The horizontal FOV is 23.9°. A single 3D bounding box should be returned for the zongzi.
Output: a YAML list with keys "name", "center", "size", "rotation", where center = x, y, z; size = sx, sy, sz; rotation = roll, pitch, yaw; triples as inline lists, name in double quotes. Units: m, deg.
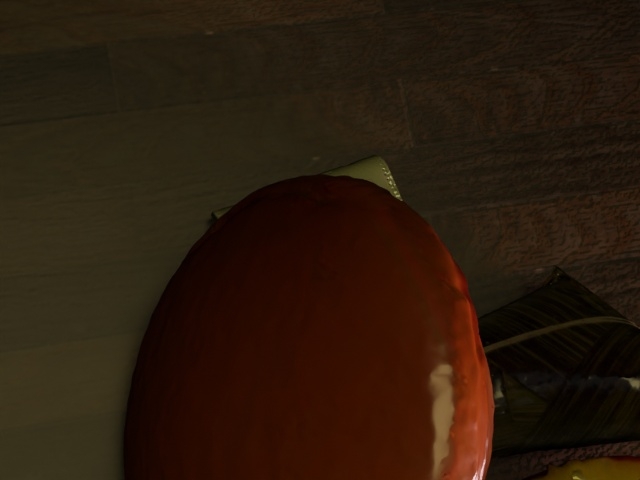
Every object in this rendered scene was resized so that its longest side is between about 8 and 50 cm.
- name: "zongzi"
  center: [0.171, 0.136, 1.162]
  size: [0.248, 0.241, 0.111]
  rotation: [-26, 119, -19]

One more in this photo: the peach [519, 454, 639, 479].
- name: "peach"
  center: [0.254, 0.328, 1.134]
  size: [0.381, 0.242, 0.306]
  rotation: [11, 53, 1]

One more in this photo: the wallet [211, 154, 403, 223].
- name: "wallet"
  center: [0.000, 0.000, 1.260]
  size: [0.155, 0.039, 0.110]
  rotation: [-21, 80, -15]

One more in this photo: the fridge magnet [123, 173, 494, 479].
- name: "fridge magnet"
  center: [-0.016, 0.131, 1.085]
  size: [0.155, 0.364, 0.363]
  rotation: [14, 71, -41]
